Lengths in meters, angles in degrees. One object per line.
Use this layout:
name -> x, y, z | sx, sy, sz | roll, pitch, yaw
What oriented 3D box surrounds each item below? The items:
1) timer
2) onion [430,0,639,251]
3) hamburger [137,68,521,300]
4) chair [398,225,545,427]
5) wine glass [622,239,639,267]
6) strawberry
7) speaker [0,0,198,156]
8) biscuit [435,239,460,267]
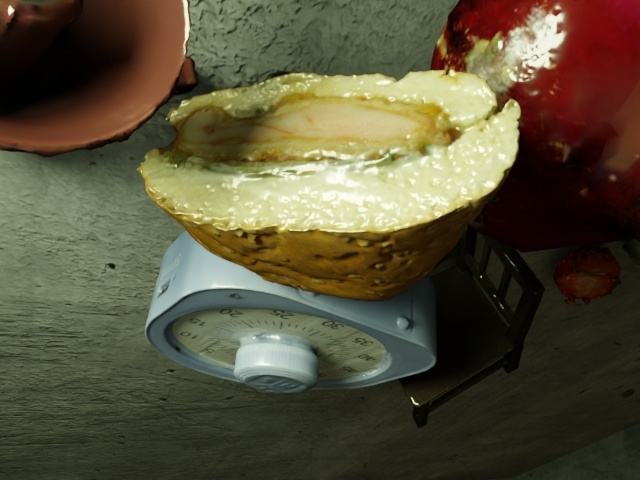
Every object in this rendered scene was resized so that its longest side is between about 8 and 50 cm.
timer -> -0.059, 0.123, 0.736 | 0.395, 0.173, 0.395 | 3, 149, 2
onion -> 0.322, -0.092, 0.485 | 0.399, 0.420, 0.398 | -14, 149, -9
hamburger -> 0.017, -0.033, 0.486 | 0.330, 0.162, 0.209 | 1, 152, 25
chair -> 0.208, 0.151, 0.894 | 0.241, 0.203, 0.416 | -27, 148, 0
wine glass -> 0.664, -0.013, 0.975 | 0.072, 0.072, 0.155 | 13, 136, -30
strawberry -> 0.534, 0.068, 1.048 | 0.121, 0.082, 0.188 | -1, 156, 18
speaker -> -0.224, -0.167, 0.417 | 0.330, 0.259, 0.198 | 3, 131, 56
biscuit -> 0.142, 0.064, 0.948 | 0.099, 0.038, 0.322 | 6, 141, -34
